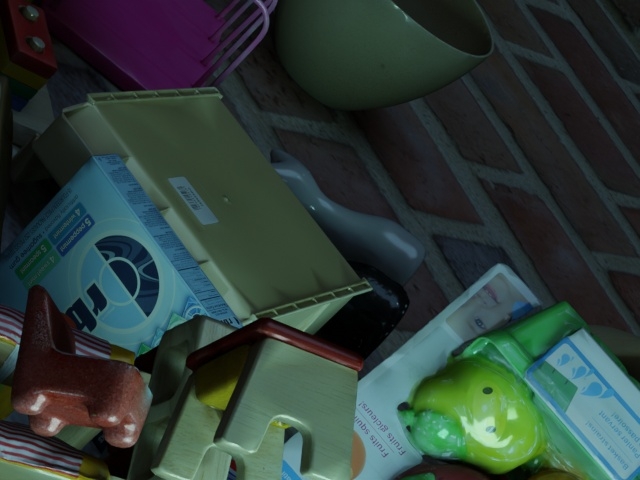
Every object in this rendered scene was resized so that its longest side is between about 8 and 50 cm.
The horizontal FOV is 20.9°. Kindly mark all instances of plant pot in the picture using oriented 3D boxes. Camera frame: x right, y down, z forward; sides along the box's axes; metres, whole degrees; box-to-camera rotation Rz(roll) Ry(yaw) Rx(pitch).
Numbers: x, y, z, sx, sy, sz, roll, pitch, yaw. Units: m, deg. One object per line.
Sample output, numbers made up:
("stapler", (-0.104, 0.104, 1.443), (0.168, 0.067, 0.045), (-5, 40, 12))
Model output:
("plant pot", (0.052, -0.273, 2.183), (0.284, 0.191, 0.284), (35, 27, -21))

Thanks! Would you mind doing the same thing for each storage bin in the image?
("storage bin", (-0.122, -0.002, 1.591), (0.262, 0.123, 0.260), (53, 26, 13))

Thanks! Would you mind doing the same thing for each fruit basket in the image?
("fruit basket", (0.160, 0.229, 1.553), (0.353, 0.165, 0.327), (-36, 82, -34))

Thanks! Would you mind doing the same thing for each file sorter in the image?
("file sorter", (-0.153, -0.298, 1.908), (0.202, 0.182, 0.291), (39, 26, -16))

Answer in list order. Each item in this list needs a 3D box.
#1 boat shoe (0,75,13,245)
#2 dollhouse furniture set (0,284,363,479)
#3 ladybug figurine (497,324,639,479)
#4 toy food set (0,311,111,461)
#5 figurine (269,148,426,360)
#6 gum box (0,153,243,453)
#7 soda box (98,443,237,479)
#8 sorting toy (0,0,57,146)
("boat shoe", (-0.306, -0.010, 1.351), (0.110, 0.122, 0.341), (2, 36, -6))
("dollhouse furniture set", (-0.143, 0.075, 1.045), (0.201, 0.374, 0.152), (21, 65, -22))
("ladybug figurine", (0.327, 0.242, 1.878), (0.449, 0.162, 0.305), (9, 45, -53))
("toy food set", (-0.184, 0.171, 1.252), (0.111, 0.104, 0.232), (29, 30, -33))
("figurine", (0.000, 0.000, 1.829), (0.209, 0.092, 0.215), (39, 25, -6))
("gum box", (-0.169, 0.050, 1.396), (0.184, 0.157, 0.041), (53, 25, 14))
("soda box", (-0.075, 0.222, 1.253), (0.098, 0.091, 0.286), (31, 7, -31))
("sorting toy", (-0.353, -0.238, 1.617), (0.257, 0.089, 0.255), (25, 32, -38))
